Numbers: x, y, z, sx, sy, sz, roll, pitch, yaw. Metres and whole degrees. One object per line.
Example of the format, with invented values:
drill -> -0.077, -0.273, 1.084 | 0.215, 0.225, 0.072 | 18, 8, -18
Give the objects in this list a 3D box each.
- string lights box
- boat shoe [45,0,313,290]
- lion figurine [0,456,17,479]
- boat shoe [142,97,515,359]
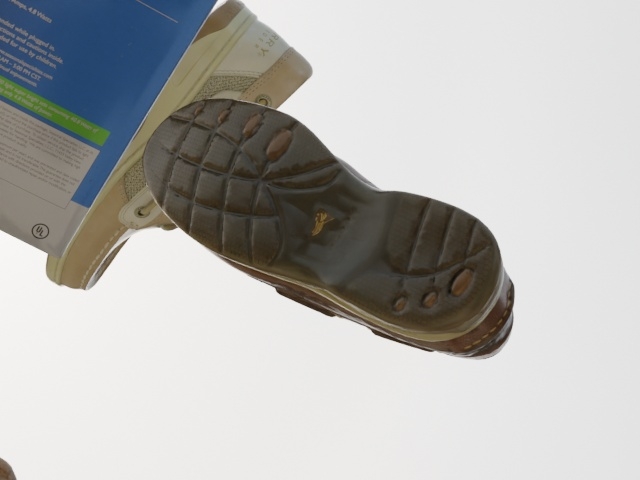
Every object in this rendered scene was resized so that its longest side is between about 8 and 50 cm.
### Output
string lights box -> -0.122, -0.135, 0.801 | 0.133, 0.077, 0.259 | 28, -73, -19
boat shoe -> -0.116, -0.052, 1.283 | 0.098, 0.109, 0.302 | 37, -59, -4
lion figurine -> -0.233, 0.269, 0.729 | 0.142, 0.240, 0.392 | -16, -93, 32
boat shoe -> 0.001, 0.000, 0.645 | 0.178, 0.064, 0.060 | 28, -16, 33
